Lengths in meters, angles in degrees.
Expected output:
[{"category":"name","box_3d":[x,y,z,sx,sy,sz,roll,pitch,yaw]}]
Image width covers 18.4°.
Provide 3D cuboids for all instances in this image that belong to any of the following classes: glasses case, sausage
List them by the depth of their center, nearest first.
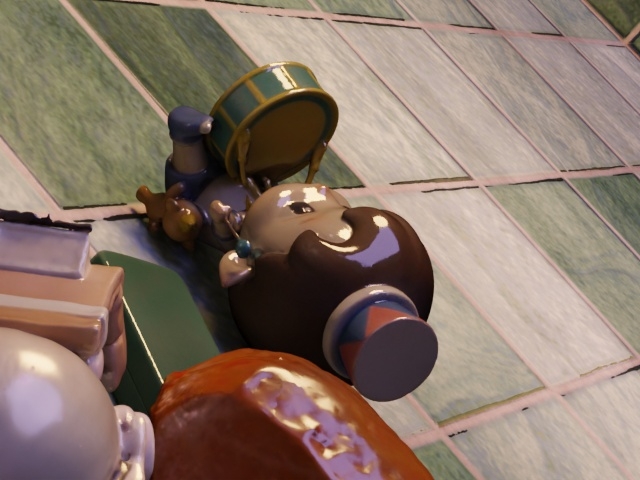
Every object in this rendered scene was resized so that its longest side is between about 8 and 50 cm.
[{"category":"sausage","box_3d":[0.002,0.177,1.111,0.268,0.153,0.141,52,8,17]},{"category":"glasses case","box_3d":[-0.097,0.087,1.273,0.078,0.039,0.184,20,31,-44]}]

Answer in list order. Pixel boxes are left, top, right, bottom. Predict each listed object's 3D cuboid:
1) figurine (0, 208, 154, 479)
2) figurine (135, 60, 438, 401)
[{"category":"figurine","box_3d":[-0.167,0.096,1.044,0.162,0.141,0.237,9,30,-5]},{"category":"figurine","box_3d":[-0.005,0.007,1.420,0.161,0.158,0.275,-2,47,-48]}]
